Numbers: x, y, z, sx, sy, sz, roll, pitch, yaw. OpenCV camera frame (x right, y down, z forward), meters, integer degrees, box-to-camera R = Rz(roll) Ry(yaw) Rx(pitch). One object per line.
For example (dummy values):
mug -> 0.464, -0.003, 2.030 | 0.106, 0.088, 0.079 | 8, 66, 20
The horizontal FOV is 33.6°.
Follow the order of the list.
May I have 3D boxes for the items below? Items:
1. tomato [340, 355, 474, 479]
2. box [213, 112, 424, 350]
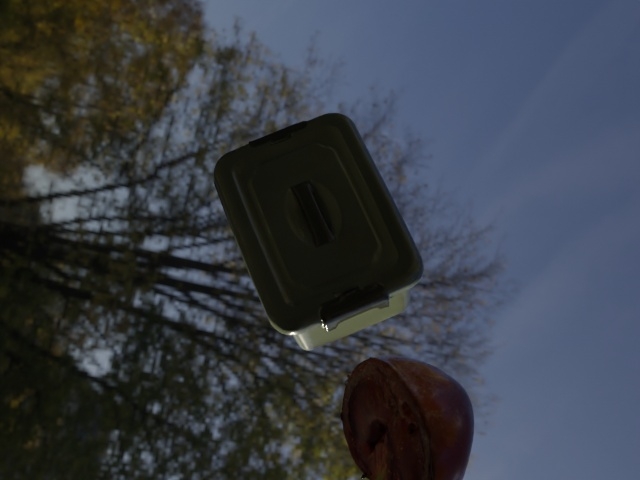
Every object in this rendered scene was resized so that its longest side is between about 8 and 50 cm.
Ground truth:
tomato -> 0.093, 0.176, 0.970 | 0.159, 0.091, 0.139 | 47, -44, 52
box -> 0.000, 0.000, 0.833 | 0.093, 0.124, 0.172 | 74, -6, -62
